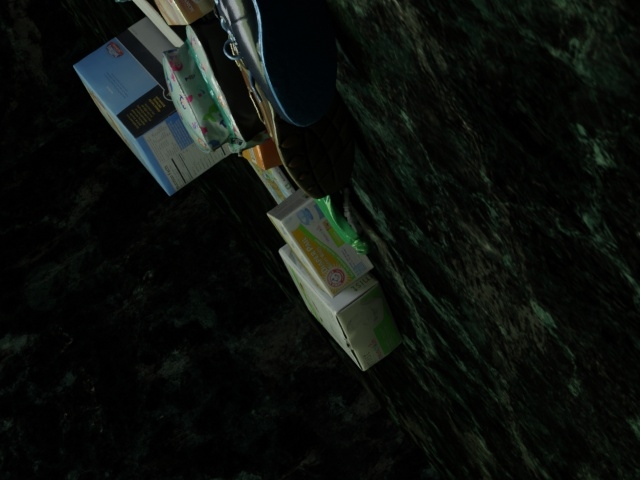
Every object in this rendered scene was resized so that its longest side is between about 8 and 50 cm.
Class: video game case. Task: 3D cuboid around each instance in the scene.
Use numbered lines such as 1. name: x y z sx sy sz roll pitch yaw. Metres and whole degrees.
1. video game case: -0.119 -0.156 2.439 0.193 0.023 0.212 55 171 -11

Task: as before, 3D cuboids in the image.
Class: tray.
1. tray: -0.332 -0.471 2.040 0.270 0.030 0.145 45 -161 -56

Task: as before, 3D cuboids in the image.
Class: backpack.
1. backpack: -0.154 -0.255 1.771 0.253 0.191 0.225 -137 22 -87

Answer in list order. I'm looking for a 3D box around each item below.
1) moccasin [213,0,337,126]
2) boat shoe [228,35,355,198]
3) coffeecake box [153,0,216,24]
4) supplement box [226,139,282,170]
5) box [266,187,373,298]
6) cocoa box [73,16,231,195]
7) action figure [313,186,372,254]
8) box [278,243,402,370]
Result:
1. moccasin: -0.072 -0.313 1.350 0.117 0.137 0.342 20 135 49
2. boat shoe: -0.045 -0.221 1.592 0.324 0.122 0.120 67 171 -26
3. coffeecake box: -0.268 -0.466 1.901 0.142 0.068 0.185 58 170 -19
4. supplement box: -0.126 -0.208 2.069 0.233 0.078 0.080 39 147 60
5. box: 0.000 0.000 2.141 0.203 0.114 0.103 56 171 -20
6. cocoa box: -0.393 -0.326 2.541 0.347 0.228 0.231 47 169 36
7. action figure: 0.023 -0.073 1.913 0.232 0.063 0.137 58 169 -3
8. box: 0.046 0.127 2.342 0.231 0.127 0.262 46 168 37
